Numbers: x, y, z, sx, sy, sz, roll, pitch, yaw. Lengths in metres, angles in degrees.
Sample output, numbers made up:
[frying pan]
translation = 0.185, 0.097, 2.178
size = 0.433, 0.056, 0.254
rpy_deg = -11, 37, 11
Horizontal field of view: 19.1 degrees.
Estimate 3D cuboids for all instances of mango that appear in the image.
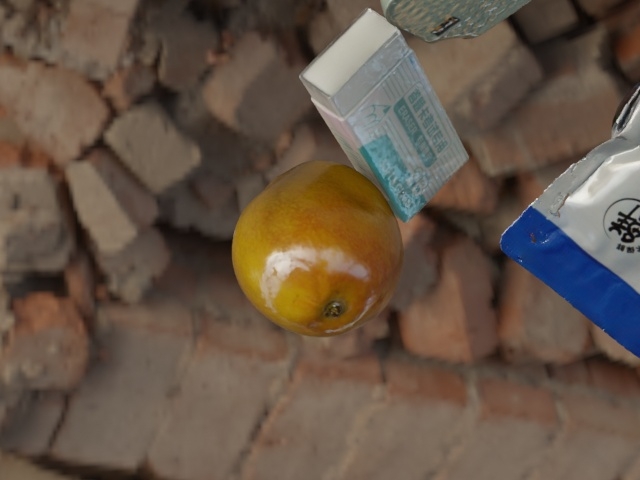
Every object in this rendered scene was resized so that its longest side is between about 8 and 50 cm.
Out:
[mango]
translation = 0.004, 0.004, 1.702
size = 0.151, 0.221, 0.120
rpy_deg = 36, 118, 2

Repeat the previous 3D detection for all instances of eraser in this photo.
[eraser]
translation = 0.063, -0.111, 1.779
size = 0.095, 0.052, 0.225
rpy_deg = -45, 143, -8

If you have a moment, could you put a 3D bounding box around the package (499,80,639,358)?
[package]
translation = 0.190, -0.005, 0.778
size = 0.171, 0.027, 0.173
rpy_deg = 38, 109, -7

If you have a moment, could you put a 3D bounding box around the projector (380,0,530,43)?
[projector]
translation = 0.135, -0.291, 1.404
size = 0.250, 0.198, 0.108
rpy_deg = -33, 144, 31
